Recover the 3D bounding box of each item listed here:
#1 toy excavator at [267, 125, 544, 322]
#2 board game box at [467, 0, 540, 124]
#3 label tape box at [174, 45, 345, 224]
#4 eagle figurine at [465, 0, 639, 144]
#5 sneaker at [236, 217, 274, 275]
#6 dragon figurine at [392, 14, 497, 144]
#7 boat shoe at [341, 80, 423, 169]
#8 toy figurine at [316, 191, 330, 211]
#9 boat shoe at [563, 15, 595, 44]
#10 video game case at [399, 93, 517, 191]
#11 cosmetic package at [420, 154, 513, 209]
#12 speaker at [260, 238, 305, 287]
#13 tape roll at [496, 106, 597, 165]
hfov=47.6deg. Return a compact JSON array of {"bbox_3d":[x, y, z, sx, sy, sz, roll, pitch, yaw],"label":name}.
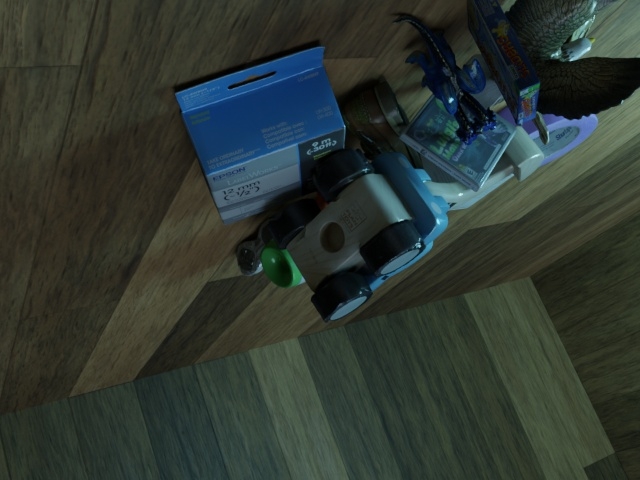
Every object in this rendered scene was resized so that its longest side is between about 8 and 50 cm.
[{"bbox_3d":[0.185,-0.067,1.417,0.433,0.222,0.445,-44,161,30],"label":"toy excavator"},{"bbox_3d":[0.292,-0.301,1.165,0.035,0.201,0.136,-23,162,7],"label":"board game box"},{"bbox_3d":[-0.091,-0.169,1.260,0.249,0.115,0.347,-20,164,-6],"label":"label tape box"},{"bbox_3d":[0.401,-0.316,1.253,0.225,0.226,0.298,-59,-176,-8],"label":"eagle figurine"},{"bbox_3d":[-0.124,0.020,1.832,0.115,0.090,0.232,-9,160,-43],"label":"sneaker"},{"bbox_3d":[0.221,-0.273,1.220,0.085,0.144,0.289,-37,147,3],"label":"dragon figurine"},{"bbox_3d":[0.124,-0.209,1.427,0.105,0.110,0.307,-22,153,13],"label":"boat shoe"},{"bbox_3d":[0.107,-0.104,1.627,0.210,0.148,0.213,-15,161,-21],"label":"toy figurine"},{"bbox_3d":[0.483,-0.384,1.391,0.048,0.056,0.153,-16,155,-3],"label":"boat shoe"},{"bbox_3d":[0.260,-0.200,1.350,0.190,0.173,0.022,-52,176,-34],"label":"video game case"},{"bbox_3d":[0.320,-0.174,1.660,0.152,0.151,0.184,-8,159,-38],"label":"cosmetic package"},{"bbox_3d":[0.000,0.000,1.732,0.297,0.131,0.131,-32,172,-37],"label":"speaker"},{"bbox_3d":[0.516,-0.258,1.743,0.275,0.090,0.275,-19,163,-6],"label":"tape roll"}]
